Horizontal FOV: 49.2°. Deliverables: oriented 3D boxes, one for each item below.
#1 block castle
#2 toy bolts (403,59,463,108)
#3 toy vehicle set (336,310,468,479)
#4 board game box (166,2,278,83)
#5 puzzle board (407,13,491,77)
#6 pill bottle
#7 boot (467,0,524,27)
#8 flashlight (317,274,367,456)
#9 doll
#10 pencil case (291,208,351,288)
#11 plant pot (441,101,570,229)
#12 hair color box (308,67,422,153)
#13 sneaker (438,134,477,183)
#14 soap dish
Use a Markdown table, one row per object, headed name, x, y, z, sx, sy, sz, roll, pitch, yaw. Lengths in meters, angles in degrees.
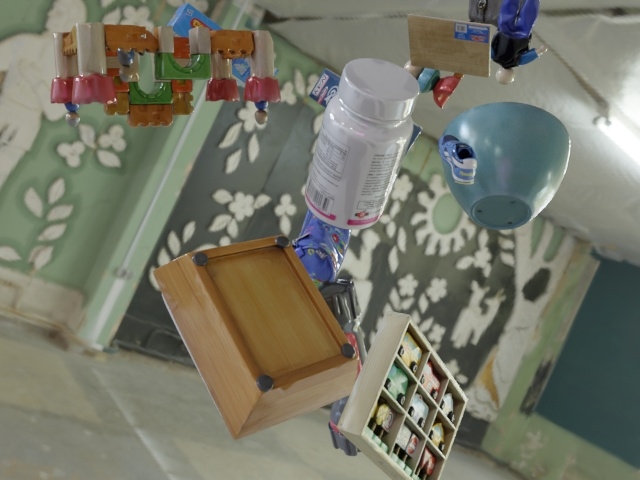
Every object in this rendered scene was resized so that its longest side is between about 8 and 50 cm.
| name | x | y | z | sx | sy | sz | roll | pitch | yaw |
| --- | --- | --- | --- | --- | --- | --- | --- | --- | --- |
| block castle | -0.345 | -0.353 | 1.547 | 0.453 | 0.213 | 0.303 | -8 | 14 | -32 |
| toy bolts | 0.334 | -0.498 | 2.038 | 0.158 | 0.228 | 0.218 | 34 | -30 | 2 |
| toy vehicle set | 0.121 | 0.232 | 0.946 | 0.035 | 0.166 | 0.267 | 8 | -30 | 35 |
| board game box | -0.294 | -0.554 | 2.028 | 0.302 | 0.086 | 0.308 | 33 | 5 | -22 |
| puzzle board | 0.197 | -0.298 | 1.069 | 0.128 | 0.011 | 0.096 | 14 | -33 | 21 |
| pill bottle | 0.074 | -0.172 | 1.268 | 0.160 | 0.283 | 0.160 | 9 | 43 | -8 |
| boot | 0.468 | -0.651 | 1.784 | 0.091 | 0.263 | 0.229 | 2 | 34 | -26 |
| flashlight | 0.041 | 0.223 | 1.224 | 0.103 | 0.304 | 0.103 | -13 | 19 | 0 |
| doll | 0.377 | -0.391 | 1.353 | 0.129 | 0.189 | 0.046 | 22 | 36 | 20 |
| pencil case | 0.000 | 0.000 | 1.648 | 0.133 | 0.119 | 0.306 | 56 | 25 | -17 |
| plant pot | 0.409 | -0.140 | 1.576 | 0.290 | 0.195 | 0.290 | 9 | -32 | 5 |
| hair color box | 0.125 | -0.378 | 2.044 | 0.174 | 0.105 | 0.347 | 23 | 14 | -38 |
| sneaker | 0.273 | -0.172 | 1.372 | 0.053 | 0.059 | 0.144 | -5 | 42 | -11 |
| soap dish | -0.091 | 0.128 | 1.062 | 0.229 | 0.118 | 0.291 | -11 | 60 | -40 |
